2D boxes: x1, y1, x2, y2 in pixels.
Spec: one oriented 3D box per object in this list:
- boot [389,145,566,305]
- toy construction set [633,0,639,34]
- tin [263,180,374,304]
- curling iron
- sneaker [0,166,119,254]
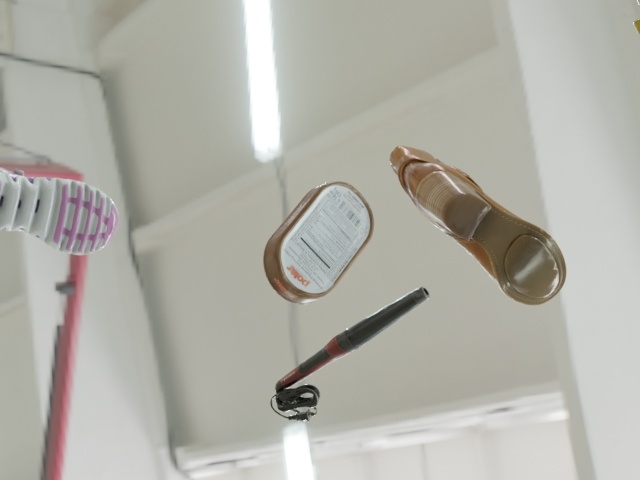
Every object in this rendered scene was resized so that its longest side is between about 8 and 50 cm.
[{"bbox_3d":[0.161,-0.023,1.194,0.073,0.197,0.152,-46,-149,5],"label":"boot"},{"bbox_3d":[0.433,-0.214,1.068,0.309,0.237,0.257,41,-82,4],"label":"toy construction set"},{"bbox_3d":[0.000,0.000,1.525,0.106,0.190,0.040,44,-33,-11],"label":"tin"},{"bbox_3d":[0.039,0.146,1.508,0.274,0.035,0.068,-42,-95,21],"label":"curling iron"},{"bbox_3d":[-0.374,-0.049,1.478,0.104,0.236,0.095,28,-77,55],"label":"sneaker"}]
